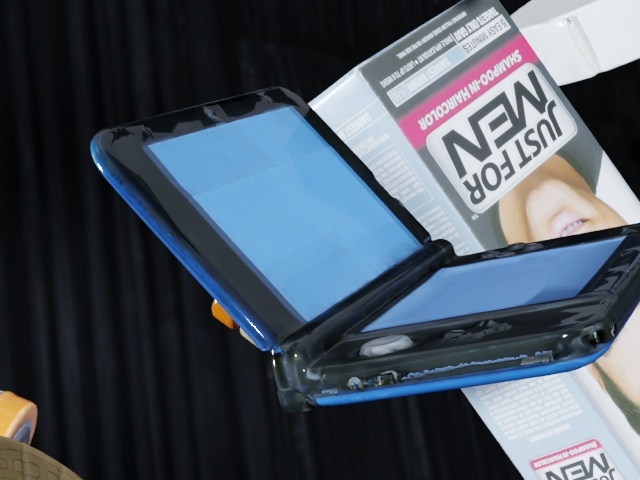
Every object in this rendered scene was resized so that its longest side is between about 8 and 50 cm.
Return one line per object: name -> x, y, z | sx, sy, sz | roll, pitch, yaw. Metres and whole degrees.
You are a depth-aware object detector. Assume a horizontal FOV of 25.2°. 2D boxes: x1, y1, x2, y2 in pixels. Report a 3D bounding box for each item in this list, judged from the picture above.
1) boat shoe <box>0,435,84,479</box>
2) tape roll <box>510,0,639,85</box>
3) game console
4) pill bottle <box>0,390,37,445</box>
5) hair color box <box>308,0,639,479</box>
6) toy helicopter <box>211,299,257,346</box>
boat shoe -> -0.262, 0.196, 0.998 | 0.302, 0.109, 0.098 | 31, 119, -28
tape roll -> 0.372, -0.278, 1.486 | 0.392, 0.072, 0.392 | -28, -169, 6
game console -> 0.053, -0.024, 0.848 | 0.250, 0.173, 0.293 | -11, -172, 23
pill bottle -> -0.359, 0.128, 1.171 | 0.246, 0.130, 0.130 | 21, 163, 5
hair color box -> 0.156, 0.008, 1.115 | 0.185, 0.374, 0.114 | -37, -176, -41
toy helicopter -> 0.000, 0.000, 1.365 | 0.235, 0.140, 0.355 | -53, 169, -6
